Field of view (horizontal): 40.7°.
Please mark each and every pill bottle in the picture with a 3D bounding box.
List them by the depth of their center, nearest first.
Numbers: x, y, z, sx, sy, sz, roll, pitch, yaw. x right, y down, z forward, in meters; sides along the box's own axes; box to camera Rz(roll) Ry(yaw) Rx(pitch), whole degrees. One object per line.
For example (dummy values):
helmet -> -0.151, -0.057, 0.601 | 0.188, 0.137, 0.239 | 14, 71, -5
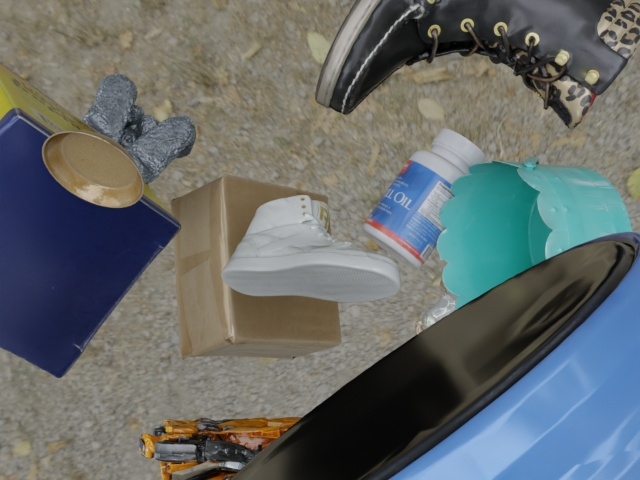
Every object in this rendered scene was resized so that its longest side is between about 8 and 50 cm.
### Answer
pill bottle -> 0.179, -0.074, 1.458 | 0.124, 0.124, 0.221 | 34, 86, 11

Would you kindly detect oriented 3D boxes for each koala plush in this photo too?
koala plush -> -0.364, -0.145, 1.554 | 0.196, 0.221, 0.203 | 35, 64, -8

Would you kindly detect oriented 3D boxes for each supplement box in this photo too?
supplement box -> -0.326, -0.048, 0.925 | 0.195, 0.356, 0.194 | 38, 91, -34

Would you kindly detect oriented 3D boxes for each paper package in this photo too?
paper package -> -0.123, 0.064, 1.688 | 0.168, 0.309, 0.325 | -21, 69, 40

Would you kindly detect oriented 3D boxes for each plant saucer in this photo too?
plant saucer -> -0.175, -0.059, 0.672 | 0.083, 0.083, 0.015 | 10, 52, 10

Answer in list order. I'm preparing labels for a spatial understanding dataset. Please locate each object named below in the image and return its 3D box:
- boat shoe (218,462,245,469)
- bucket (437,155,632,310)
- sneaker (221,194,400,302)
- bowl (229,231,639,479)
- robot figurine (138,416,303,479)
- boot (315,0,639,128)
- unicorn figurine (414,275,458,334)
boat shoe -> -0.160, 0.490, 1.591 | 0.094, 0.109, 0.302 | 14, 131, 21
bucket -> 0.329, 0.005, 1.336 | 0.183, 0.281, 0.281 | -4, 84, -26
sneaker -> 0.000, 0.000, 1.319 | 0.292, 0.108, 0.169 | 3, 53, 28
bowl -> 0.064, 0.126, 0.542 | 0.391, 0.391, 0.077 | -36, 88, 5
robot figurine -> -0.066, 0.253, 1.015 | 0.291, 0.211, 0.085 | 2, 83, -11
boot -> 0.202, -0.236, 1.024 | 0.284, 0.138, 0.377 | 39, 72, 7
unicorn figurine -> 0.237, 0.124, 1.576 | 0.162, 0.060, 0.111 | -41, 75, -11
